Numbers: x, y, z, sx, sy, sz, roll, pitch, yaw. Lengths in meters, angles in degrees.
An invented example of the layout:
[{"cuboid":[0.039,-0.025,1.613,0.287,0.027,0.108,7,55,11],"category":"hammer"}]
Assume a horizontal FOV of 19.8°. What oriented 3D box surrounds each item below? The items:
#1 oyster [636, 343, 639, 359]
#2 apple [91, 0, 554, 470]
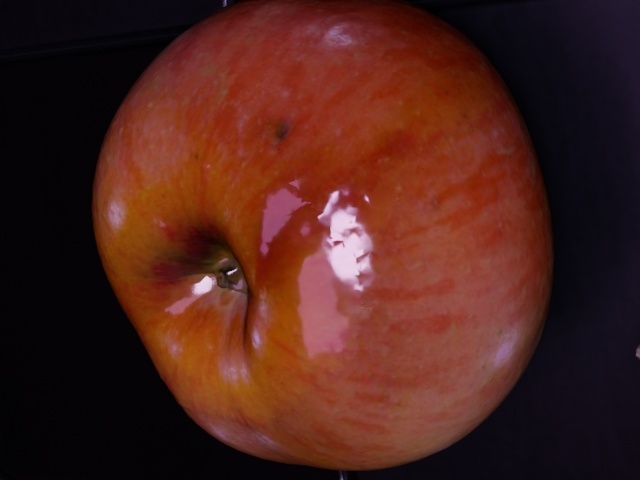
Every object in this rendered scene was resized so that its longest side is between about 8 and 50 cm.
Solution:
[{"cuboid":[0.189,0.021,0.741,0.166,0.053,0.108,-25,114,31],"category":"oyster"},{"cuboid":[0.000,0.000,0.785,0.209,0.164,0.209,15,117,31],"category":"apple"}]
